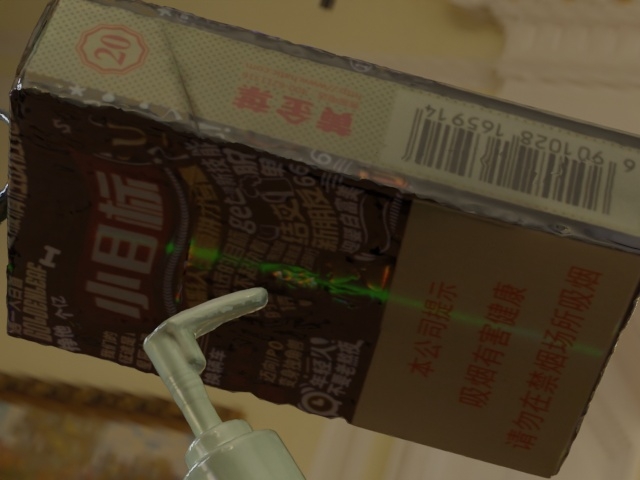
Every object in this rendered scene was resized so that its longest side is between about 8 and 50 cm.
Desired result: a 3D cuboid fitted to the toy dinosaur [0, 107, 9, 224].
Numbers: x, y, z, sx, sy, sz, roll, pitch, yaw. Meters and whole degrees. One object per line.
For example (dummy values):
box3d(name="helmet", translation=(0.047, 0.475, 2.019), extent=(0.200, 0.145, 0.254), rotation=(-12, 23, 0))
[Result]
box3d(name="toy dinosaur", translation=(-0.278, 0.041, 1.055), extent=(0.363, 0.076, 0.147), rotation=(-18, -70, 31))

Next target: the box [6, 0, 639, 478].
box3d(name="box", translation=(0.000, 0.000, 0.929), extent=(0.310, 0.084, 0.198), rotation=(15, -39, 1))

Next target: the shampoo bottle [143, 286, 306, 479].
box3d(name="shampoo bottle", translation=(0.012, 0.098, 0.372), extent=(0.195, 0.056, 0.056), rotation=(57, -10, 21))
